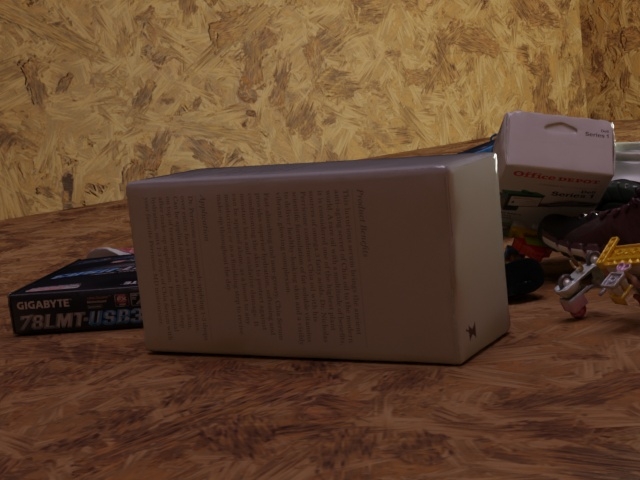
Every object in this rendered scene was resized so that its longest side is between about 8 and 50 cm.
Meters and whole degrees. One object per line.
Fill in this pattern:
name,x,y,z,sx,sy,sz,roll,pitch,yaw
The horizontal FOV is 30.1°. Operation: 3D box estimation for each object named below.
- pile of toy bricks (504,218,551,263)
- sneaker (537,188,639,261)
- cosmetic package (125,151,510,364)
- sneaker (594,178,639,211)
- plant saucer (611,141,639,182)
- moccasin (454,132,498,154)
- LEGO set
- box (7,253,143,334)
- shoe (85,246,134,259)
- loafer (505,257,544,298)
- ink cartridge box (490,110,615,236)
pile of toy bricks,0.230,0.027,1.748,0.212,0.118,0.105,8,35,-10
sneaker,0.431,-0.044,1.646,0.106,0.162,0.281,-12,22,-43
cosmetic package,-0.009,0.018,1.491,0.453,0.230,0.161,0,10,30
sneaker,0.488,-0.048,1.868,0.140,0.125,0.341,-14,11,-18
plant saucer,0.630,-0.135,2.338,0.400,0.100,0.400,-2,9,0
moccasin,0.366,-0.169,2.527,0.342,0.137,0.117,-10,6,-24
LEGO set,0.402,0.075,1.382,0.132,0.107,0.287,-43,21,-7
box,-0.290,0.073,1.860,0.296,0.073,0.293,-5,8,12
shoe,-0.325,0.041,2.118,0.178,0.063,0.081,4,12,27
loafer,0.218,0.065,1.622,0.170,0.062,0.061,-5,-14,-16
ink cartridge box,0.329,-0.090,1.762,0.160,0.092,0.219,5,-26,-1
